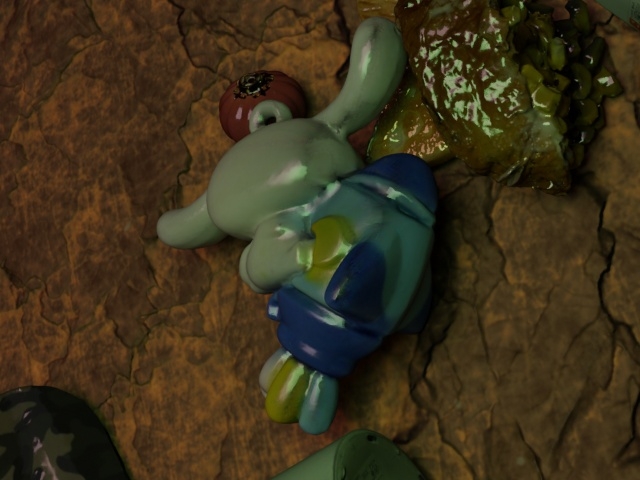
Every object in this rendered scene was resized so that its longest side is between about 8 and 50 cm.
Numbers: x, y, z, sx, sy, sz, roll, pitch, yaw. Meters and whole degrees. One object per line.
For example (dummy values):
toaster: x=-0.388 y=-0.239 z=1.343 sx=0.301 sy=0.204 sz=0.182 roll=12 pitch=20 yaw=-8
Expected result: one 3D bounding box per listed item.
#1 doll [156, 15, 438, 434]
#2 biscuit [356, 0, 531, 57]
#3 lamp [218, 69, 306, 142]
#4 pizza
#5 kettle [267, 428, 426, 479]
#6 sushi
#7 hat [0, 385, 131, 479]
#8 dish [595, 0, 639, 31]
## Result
doll: x=0.007 y=-0.001 z=1.301 sx=0.376 sy=0.187 sz=0.366 roll=-51 pitch=55 yaw=42
biscuit: x=0.133 y=-0.265 z=1.345 sx=0.224 sy=0.033 sz=0.145 roll=13 pitch=73 yaw=31
lamp: x=-0.070 y=-0.158 z=1.434 sx=0.107 sy=0.092 sz=0.107 roll=-12 pitch=43 yaw=12
pizza: x=0.118 y=-0.144 z=1.343 sx=0.178 sy=0.041 sz=0.131 roll=-36 pitch=66 yaw=22
kettle: x=-0.021 y=0.373 z=1.260 sx=0.318 sy=0.265 sz=0.205 roll=-32 pitch=33 yaw=23
sushi: x=0.188 y=-0.184 z=1.215 sx=0.179 sy=0.167 sz=0.296 roll=-27 pitch=77 yaw=22
hat: x=-0.370 y=0.380 z=1.463 sx=0.366 sy=0.257 sz=0.382 roll=-40 pitch=81 yaw=18
dish: x=0.381 y=-0.263 z=1.185 sx=0.234 sy=0.064 sz=0.154 roll=44 pitch=104 yaw=30
